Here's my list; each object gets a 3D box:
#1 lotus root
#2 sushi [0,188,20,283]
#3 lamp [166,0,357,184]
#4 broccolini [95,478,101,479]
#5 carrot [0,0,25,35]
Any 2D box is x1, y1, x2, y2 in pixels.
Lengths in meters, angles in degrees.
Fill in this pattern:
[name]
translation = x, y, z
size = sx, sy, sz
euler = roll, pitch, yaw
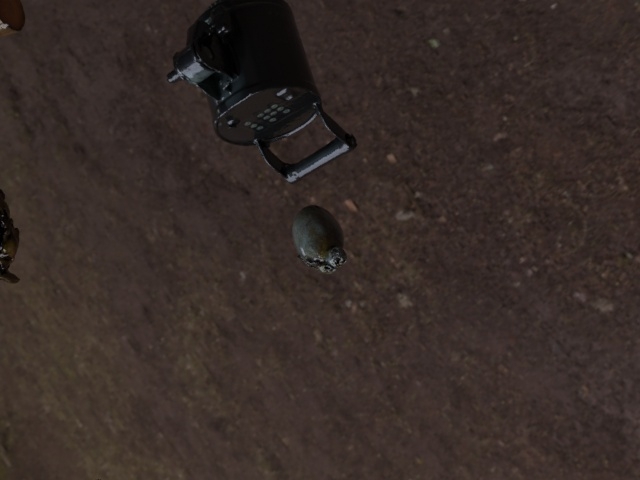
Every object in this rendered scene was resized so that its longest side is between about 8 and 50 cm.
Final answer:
[lotus root]
translation = -0.003, 0.001, 1.427
size = 0.165, 0.088, 0.088
euler = -114, 15, -54
[sushi]
translation = -0.693, -0.014, 1.733
size = 0.200, 0.204, 0.213
euler = 27, 101, 43
[lamp]
translation = -0.116, -0.319, 1.643
size = 0.205, 0.272, 0.374
euler = -27, 140, 30
[broccolini]
translation = -0.422, 0.490, 1.674
size = 0.074, 0.058, 0.201
euler = 70, 155, 11
[carrot]
translation = -0.710, -0.419, 1.720
size = 0.263, 0.102, 0.102
euler = -14, 111, 14
